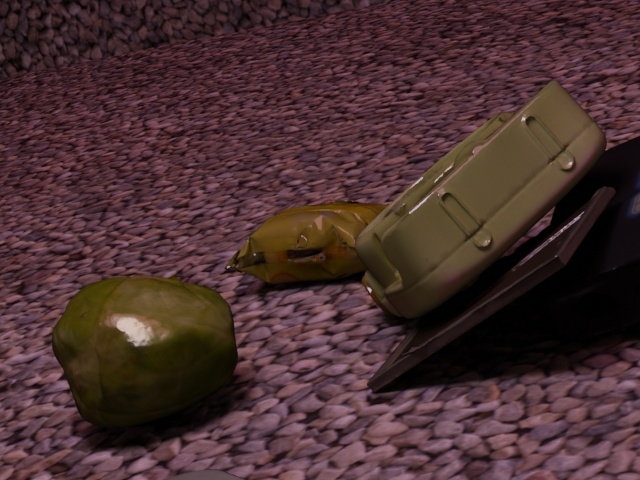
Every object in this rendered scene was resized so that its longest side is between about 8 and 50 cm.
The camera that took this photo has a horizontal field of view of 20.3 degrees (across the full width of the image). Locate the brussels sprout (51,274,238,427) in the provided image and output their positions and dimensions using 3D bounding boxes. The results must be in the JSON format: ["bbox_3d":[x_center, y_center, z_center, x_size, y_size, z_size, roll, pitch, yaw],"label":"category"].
[{"bbox_3d":[-0.193,0.116,1.999,0.223,0.161,0.223,-14,25,7],"label":"brussels sprout"}]

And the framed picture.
[{"bbox_3d":[0.183,0.050,1.918,0.281,0.019,0.209,-37,4,34],"label":"framed picture"}]

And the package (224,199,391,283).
[{"bbox_3d":[0.000,0.000,2.319,0.226,0.090,0.168,-4,17,26],"label":"package"}]

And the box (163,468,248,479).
[{"bbox_3d":[-0.145,0.327,1.390,0.396,0.111,0.396,-25,19,-29],"label":"box"}]

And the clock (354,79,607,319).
[{"bbox_3d":[0.161,-0.034,2.065,0.286,0.117,0.348,-42,2,-16],"label":"clock"}]

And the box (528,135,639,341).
[{"bbox_3d":[0.405,-0.046,1.950,0.359,0.091,0.350,-22,21,26],"label":"box"}]
